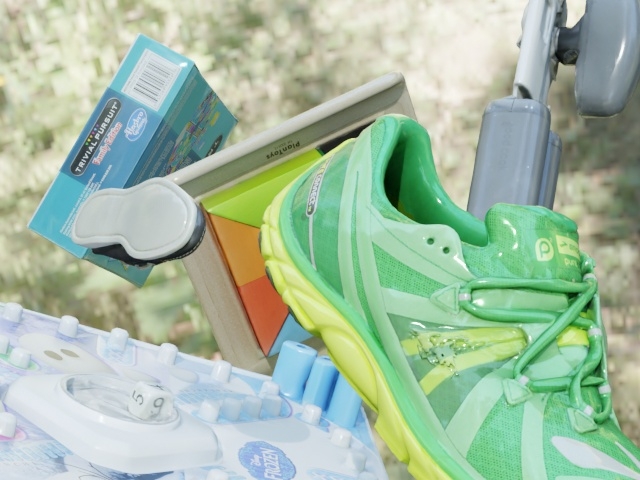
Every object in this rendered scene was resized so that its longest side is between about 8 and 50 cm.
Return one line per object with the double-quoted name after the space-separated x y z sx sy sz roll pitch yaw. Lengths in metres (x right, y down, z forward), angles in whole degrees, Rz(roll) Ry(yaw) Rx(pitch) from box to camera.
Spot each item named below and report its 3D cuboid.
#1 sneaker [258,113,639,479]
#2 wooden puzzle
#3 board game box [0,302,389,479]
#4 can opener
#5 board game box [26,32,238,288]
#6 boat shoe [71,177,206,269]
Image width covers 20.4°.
0.084 0.049 0.820 0.295 0.109 0.123 47 109 28 "sneaker"
0.000 0.000 1.455 0.221 0.239 0.044 -26 38 -8 "wooden puzzle"
-0.130 0.104 1.148 0.390 0.050 0.390 16 12 -9 "board game box"
0.154 -0.059 1.168 0.095 0.076 0.283 2 66 22 "can opener"
-0.217 -0.085 2.131 0.079 0.336 0.254 29 86 8 "board game box"
-0.092 -0.005 0.966 0.125 0.038 0.046 -4 64 55 "boat shoe"
